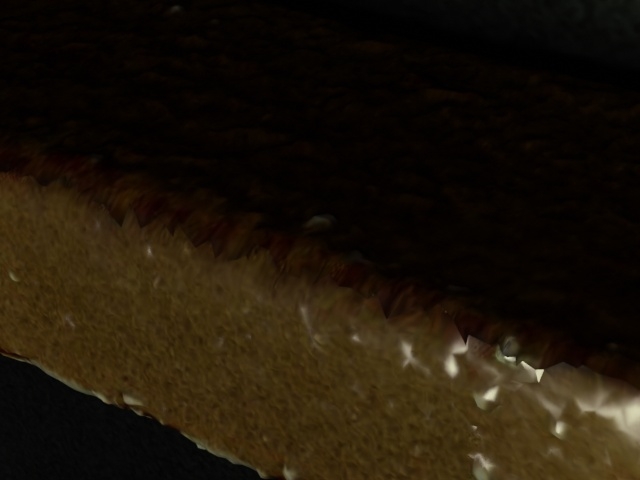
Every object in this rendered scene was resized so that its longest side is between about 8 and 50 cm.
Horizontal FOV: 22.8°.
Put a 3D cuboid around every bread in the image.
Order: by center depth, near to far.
[{"bbox_3d":[0.000,0.000,0.569,0.416,0.165,0.113,19,133,35],"label":"bread"}]
